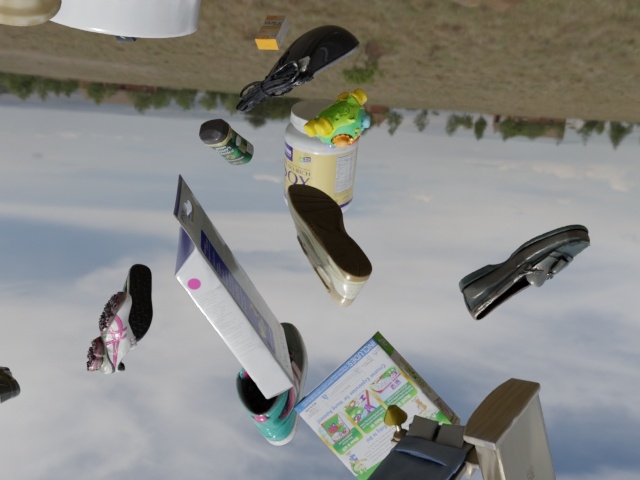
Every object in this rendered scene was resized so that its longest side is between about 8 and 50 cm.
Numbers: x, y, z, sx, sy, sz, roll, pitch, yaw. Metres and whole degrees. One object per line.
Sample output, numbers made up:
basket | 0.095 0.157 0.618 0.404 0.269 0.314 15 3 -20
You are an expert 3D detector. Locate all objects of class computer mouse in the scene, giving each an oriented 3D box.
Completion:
computer mouse | -0.030 -0.329 1.038 0.188 0.072 0.272 -11 -156 45

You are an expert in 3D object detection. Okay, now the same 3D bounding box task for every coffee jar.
coffee jar | -0.294 -0.308 1.812 0.096 0.079 0.184 -3 159 27

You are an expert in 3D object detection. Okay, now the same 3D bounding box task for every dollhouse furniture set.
dollhouse furniture set | 0.144 0.329 0.843 0.303 0.198 0.286 -1 -158 45

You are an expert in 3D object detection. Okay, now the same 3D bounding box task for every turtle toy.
turtle toy | 0.028 -0.178 0.891 0.095 0.066 0.130 -42 -161 -11

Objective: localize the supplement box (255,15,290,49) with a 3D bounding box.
supplement box | -0.129 -0.565 1.568 0.062 0.099 0.036 7 150 20

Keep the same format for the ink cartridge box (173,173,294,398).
ink cartridge box | -0.160 0.080 0.970 0.069 0.371 0.176 -26 -152 2

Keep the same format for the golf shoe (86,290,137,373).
golf shoe | -0.415 0.188 1.188 0.085 0.186 0.067 15 -162 -30

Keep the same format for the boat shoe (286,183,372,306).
boat shoe | 0.000 0.000 1.144 0.109 0.098 0.302 -2 -138 -31

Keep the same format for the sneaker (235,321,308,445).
sneaker | -0.112 0.293 1.317 0.123 0.178 0.296 -9 -127 13

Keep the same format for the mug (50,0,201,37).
mug | -0.268 -0.504 0.885 0.373 0.328 0.276 18 -149 9

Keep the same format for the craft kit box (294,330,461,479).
craft kit box | 0.114 0.358 1.196 0.247 0.250 0.061 48 -160 8

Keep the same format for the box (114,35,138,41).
box | -0.477 -0.664 1.423 0.060 0.270 0.216 9 -129 26

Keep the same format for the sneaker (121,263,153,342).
sneaker | -0.499 0.176 1.562 0.084 0.235 0.097 17 145 -25

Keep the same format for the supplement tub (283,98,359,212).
supplement tub | 0.001 -0.268 1.890 0.240 0.332 0.241 2 -146 -2

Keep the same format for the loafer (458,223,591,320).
loafer | 0.376 0.066 1.058 0.096 0.084 0.267 19 141 -35

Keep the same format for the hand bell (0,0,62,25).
hand bell | -0.299 -0.346 0.557 0.126 0.126 0.242 -5 151 -36

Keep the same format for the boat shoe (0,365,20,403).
boat shoe | -0.695 0.304 1.230 0.070 0.078 0.219 -11 -168 -40
